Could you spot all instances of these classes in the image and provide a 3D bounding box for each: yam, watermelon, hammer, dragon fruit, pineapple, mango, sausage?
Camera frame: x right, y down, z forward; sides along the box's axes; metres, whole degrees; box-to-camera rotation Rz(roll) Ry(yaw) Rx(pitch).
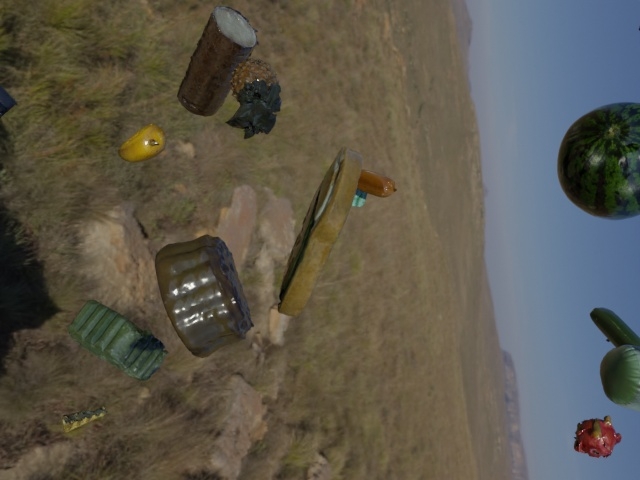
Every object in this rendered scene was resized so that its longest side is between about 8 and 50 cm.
[{"bbox_3d":[-0.255,-0.426,1.256,0.130,0.279,0.131,17,53,-25],"label":"yam"},{"bbox_3d":[0.739,-0.198,1.276,0.285,0.284,0.286,-6,90,-72],"label":"watermelon"},{"bbox_3d":[0.637,0.230,1.051,0.336,0.206,0.119,-80,-172,-70],"label":"hammer"},{"bbox_3d":[0.764,0.555,1.415,0.112,0.126,0.068,52,28,-6],"label":"dragon fruit"},{"bbox_3d":[-0.137,-0.297,1.085,0.119,0.111,0.237,-60,-154,31],"label":"pineapple"},{"bbox_3d":[-0.419,-0.221,1.196,0.101,0.187,0.066,-53,124,-31],"label":"mango"},{"bbox_3d":[0.121,-0.154,1.339,0.062,0.183,0.054,-42,142,-37],"label":"sausage"}]

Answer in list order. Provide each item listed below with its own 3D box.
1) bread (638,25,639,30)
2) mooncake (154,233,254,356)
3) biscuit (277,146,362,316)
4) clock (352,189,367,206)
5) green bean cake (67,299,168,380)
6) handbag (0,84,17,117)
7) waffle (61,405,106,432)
[{"bbox_3d":[0.605,-0.341,0.768,0.212,0.224,0.143,-154,-119,-83],"label":"bread"},{"bbox_3d":[-0.309,0.144,1.399,0.324,0.187,0.324,160,-90,-85],"label":"mooncake"},{"bbox_3d":[-0.006,-0.026,0.946,0.288,0.057,0.344,-74,-173,-48],"label":"biscuit"},{"bbox_3d":[0.075,-0.155,1.430,0.134,0.041,0.101,17,87,-35],"label":"clock"},{"bbox_3d":[-0.548,0.282,1.406,0.125,0.222,0.227,-61,157,-23],"label":"green bean cake"},{"bbox_3d":[-0.806,-0.239,1.026,0.269,0.325,0.118,48,11,-20],"label":"handbag"},{"bbox_3d":[-0.512,0.380,1.115,0.097,0.153,0.024,-21,74,-31],"label":"waffle"}]
